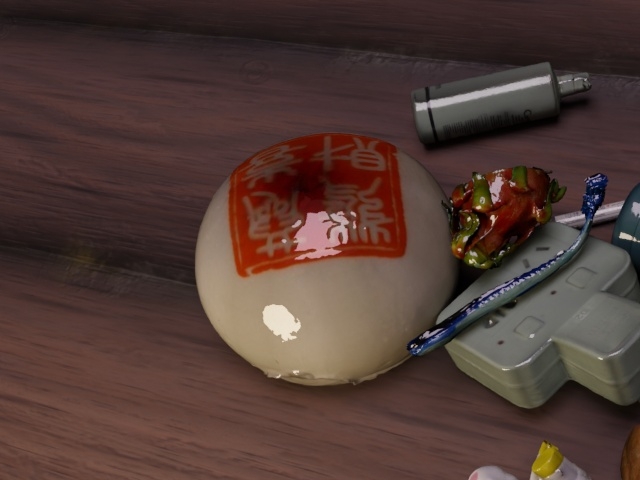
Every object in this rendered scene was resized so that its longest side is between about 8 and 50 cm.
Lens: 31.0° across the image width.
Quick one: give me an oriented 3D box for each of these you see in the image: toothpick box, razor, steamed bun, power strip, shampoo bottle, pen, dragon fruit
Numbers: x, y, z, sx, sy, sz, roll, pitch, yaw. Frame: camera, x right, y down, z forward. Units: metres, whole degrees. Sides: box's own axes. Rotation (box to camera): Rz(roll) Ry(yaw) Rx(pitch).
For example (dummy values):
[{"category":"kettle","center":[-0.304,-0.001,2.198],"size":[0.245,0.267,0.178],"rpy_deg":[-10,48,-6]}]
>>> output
[{"category":"toothpick box","center":[0.475,0.002,1.463],"size":[0.184,0.120,0.120],"rpy_deg":[22,64,29]},{"category":"razor","center":[0.243,0.046,1.435],"size":[0.324,0.093,0.056],"rpy_deg":[-39,69,-7]},{"category":"steamed bun","center":[0.000,0.000,1.560],"size":[0.375,0.241,0.374],"rpy_deg":[-11,48,12]},{"category":"power strip","center":[0.314,0.118,1.447],"size":[0.229,0.141,0.261],"rpy_deg":[-42,37,-15]},{"category":"shampoo bottle","center":[0.270,-0.210,1.721],"size":[0.263,0.085,0.085],"rpy_deg":[-11,51,11]},{"category":"pen","center":[0.420,-0.045,1.580],"size":[0.204,0.025,0.025],"rpy_deg":[-14,50,8]},{"category":"dragon fruit","center":[0.227,-0.030,1.492],"size":[0.142,0.138,0.175],"rpy_deg":[11,66,28]}]

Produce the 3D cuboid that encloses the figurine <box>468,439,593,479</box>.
[{"category":"figurine","center":[0.234,0.313,1.334],"size":[0.178,0.109,0.129],"rpy_deg":[-24,71,5]}]

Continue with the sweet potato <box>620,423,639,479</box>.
[{"category":"sweet potato","center":[0.385,0.323,1.267],"size":[0.097,0.097,0.251],"rpy_deg":[-10,55,13]}]
